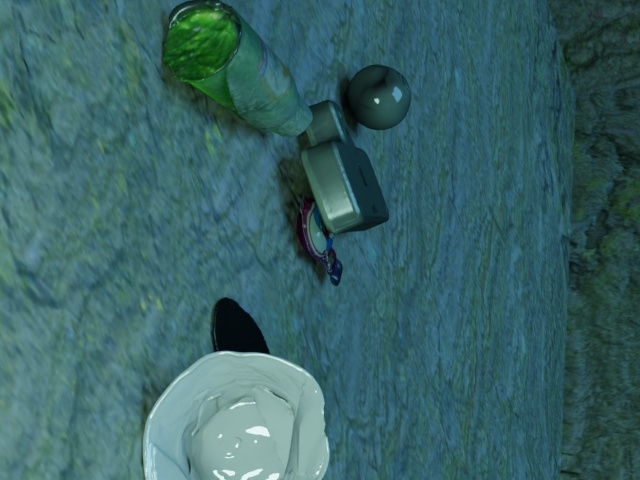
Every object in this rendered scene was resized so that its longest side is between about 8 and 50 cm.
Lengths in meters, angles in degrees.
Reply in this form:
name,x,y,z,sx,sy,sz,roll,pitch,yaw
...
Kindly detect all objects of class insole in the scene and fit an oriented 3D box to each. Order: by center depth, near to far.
name,x,y,z,sx,sy,sz,roll,pitch,yaw
insole,-0.063,0.204,1.587,0.119,0.009,0.348,-76,149,-42

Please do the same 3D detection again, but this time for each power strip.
name,x,y,z,sx,sy,sz,roll,pitch,yaw
power strip,0.027,-0.107,1.823,0.265,0.059,0.193,-5,75,-77

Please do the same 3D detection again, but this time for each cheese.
name,x,y,z,sx,sy,sz,roll,pitch,yaw
cheese,0.000,0.000,1.781,0.095,0.038,0.145,-73,146,-48

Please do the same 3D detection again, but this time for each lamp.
name,x,y,z,sx,sy,sz,roll,pitch,yaw
lamp,0.094,-0.230,2.017,0.105,0.105,0.105,-9,90,-69

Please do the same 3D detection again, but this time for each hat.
name,x,y,z,sx,sy,sz,roll,pitch,yaw
hat,-0.085,0.218,1.342,0.126,0.203,0.203,87,0,-77

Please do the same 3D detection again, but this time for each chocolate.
name,x,y,z,sx,sy,sz,roll,pitch,yaw
chocolate,-0.086,-0.196,1.565,0.291,0.110,0.110,33,52,-65
